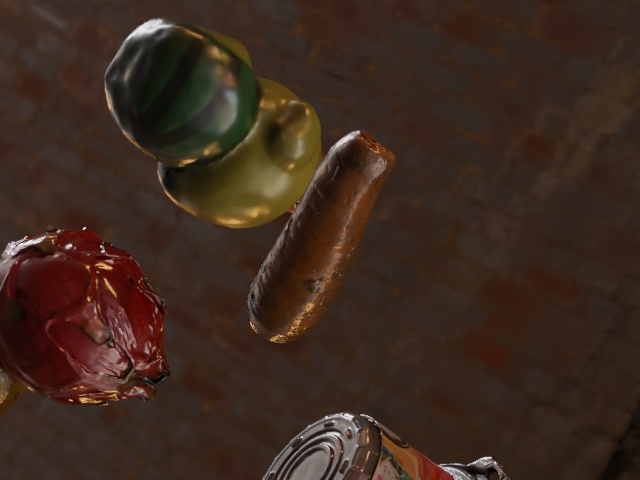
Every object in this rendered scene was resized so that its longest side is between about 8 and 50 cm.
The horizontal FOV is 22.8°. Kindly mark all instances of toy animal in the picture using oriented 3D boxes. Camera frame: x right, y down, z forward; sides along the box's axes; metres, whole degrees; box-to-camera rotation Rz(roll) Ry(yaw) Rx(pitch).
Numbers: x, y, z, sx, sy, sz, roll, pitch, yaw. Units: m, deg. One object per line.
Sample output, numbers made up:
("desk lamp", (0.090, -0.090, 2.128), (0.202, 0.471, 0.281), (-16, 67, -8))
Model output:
("toy animal", (-0.116, -0.123, 1.914), (0.216, 0.338, 0.191), (13, -112, 52))

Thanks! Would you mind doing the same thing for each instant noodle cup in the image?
("instant noodle cup", (0.042, 0.308, 1.756), (0.302, 0.181, 0.258), (-48, -156, -5))

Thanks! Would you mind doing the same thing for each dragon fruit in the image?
("dragon fruit", (-0.239, 0.073, 1.544), (0.209, 0.172, 0.172), (40, -61, 27))

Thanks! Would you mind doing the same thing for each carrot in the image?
("carrot", (0.000, 0.000, 1.101), (0.060, 0.060, 0.186), (51, -49, 28))

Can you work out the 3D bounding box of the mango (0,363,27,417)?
("mango", (-0.399, 0.157, 1.679), (0.130, 0.167, 0.262), (40, -77, -14))
